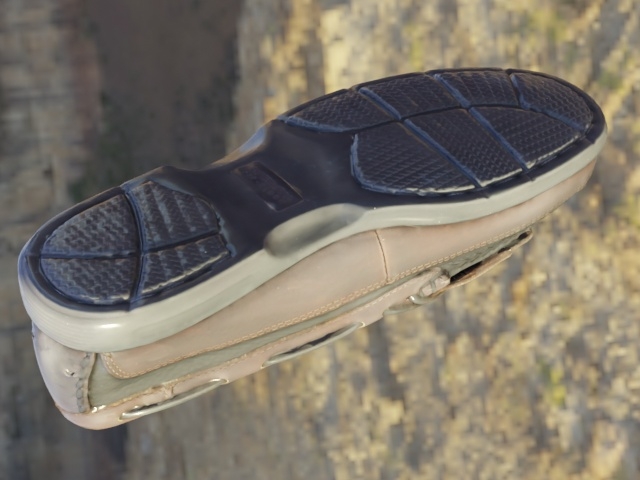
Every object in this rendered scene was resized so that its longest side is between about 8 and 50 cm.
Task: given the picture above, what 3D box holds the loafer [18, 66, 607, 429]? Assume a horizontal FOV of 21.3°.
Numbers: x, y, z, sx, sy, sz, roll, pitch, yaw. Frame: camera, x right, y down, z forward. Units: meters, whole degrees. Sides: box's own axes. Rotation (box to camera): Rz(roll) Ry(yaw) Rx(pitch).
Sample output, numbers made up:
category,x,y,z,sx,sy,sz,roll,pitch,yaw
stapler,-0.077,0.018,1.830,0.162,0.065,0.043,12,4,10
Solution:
category,x,y,z,sx,sy,sz,roll,pitch,yaw
loafer,0.000,0.000,0.811,0.109,0.302,0.095,48,148,39
